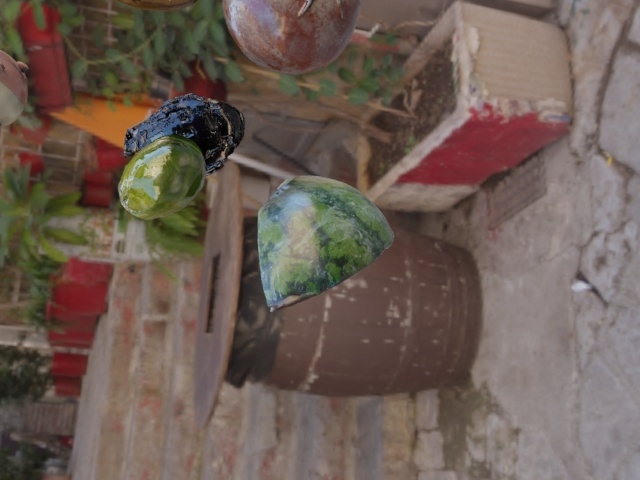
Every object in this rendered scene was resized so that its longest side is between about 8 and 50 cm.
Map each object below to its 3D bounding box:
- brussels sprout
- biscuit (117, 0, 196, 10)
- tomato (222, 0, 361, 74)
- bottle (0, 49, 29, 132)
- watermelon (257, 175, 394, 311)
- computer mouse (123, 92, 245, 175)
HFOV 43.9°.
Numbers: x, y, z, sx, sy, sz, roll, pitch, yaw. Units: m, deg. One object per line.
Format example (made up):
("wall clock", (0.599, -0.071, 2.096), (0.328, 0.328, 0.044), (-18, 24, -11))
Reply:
("brussels sprout", (-0.253, -0.100, 1.278), (0.155, 0.118, 0.155), (-50, 17, 20))
("biscuit", (-0.327, -0.488, 1.388), (0.037, 0.262, 0.261), (125, 151, -43))
("tomato", (-0.065, -0.535, 1.799), (0.282, 0.317, 0.316), (122, 153, -49))
("bottle", (-0.487, -0.162, 1.063), (0.236, 0.148, 0.147), (-59, 6, -19))
("watermelon", (0.000, 0.000, 1.426), (0.305, 0.224, 0.180), (-46, -19, -51))
("computer mouse", (-0.236, -0.180, 1.395), (0.077, 0.242, 0.146), (-65, -46, -67))
